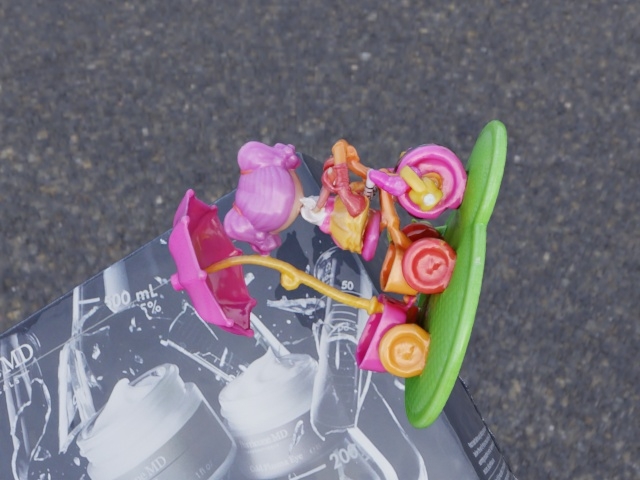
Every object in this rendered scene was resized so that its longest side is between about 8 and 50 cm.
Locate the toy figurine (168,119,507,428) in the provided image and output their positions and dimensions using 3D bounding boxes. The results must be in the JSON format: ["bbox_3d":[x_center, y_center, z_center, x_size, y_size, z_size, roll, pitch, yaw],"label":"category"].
[{"bbox_3d":[0.000,0.000,0.562,0.159,0.173,0.130,14,12,-4],"label":"toy figurine"}]

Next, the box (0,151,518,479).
[{"bbox_3d":[-0.063,0.163,0.756,0.343,0.179,0.313,-31,79,11],"label":"box"}]
